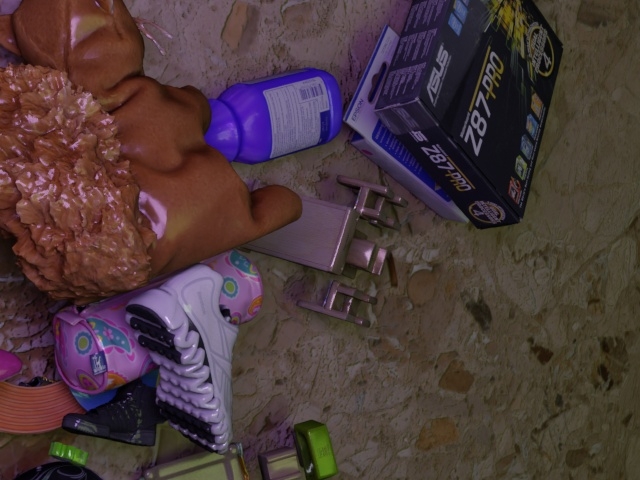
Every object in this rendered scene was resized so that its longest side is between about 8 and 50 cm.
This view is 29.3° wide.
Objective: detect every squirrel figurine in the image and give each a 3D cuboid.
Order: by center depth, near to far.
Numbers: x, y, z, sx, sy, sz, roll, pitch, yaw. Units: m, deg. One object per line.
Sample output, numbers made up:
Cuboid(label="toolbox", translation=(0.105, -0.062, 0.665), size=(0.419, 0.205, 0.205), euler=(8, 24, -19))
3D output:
Cuboid(label="squirrel figurine", translation=(-0.263, -0.128, 1.407), size=(0.397, 0.281, 0.370), euler=(-29, 101, -62))

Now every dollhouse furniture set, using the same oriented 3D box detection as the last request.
Cuboid(label="dollhouse furniture set", translation=(-0.131, 0.401, 1.853), size=(0.302, 0.151, 0.197), euler=(-13, 87, -25))
Cuboid(label="dollhouse furniture set", translation=(0.000, 0.000, 1.873), size=(0.242, 0.161, 0.212), euler=(28, 79, -67))

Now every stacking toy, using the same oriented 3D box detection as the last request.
Cuboid(label="stacking toy", translation=(-0.401, 0.313, 1.474), size=(0.221, 0.052, 0.166), euler=(15, 66, -13))

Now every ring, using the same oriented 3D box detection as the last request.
Cuboid(label="ring", translation=(-0.363, 0.076, 1.551), size=(0.337, 0.032, 0.336), euler=(-1, 92, -45))

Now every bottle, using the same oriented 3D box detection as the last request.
Cuboid(label="bottle", translation=(-0.094, -0.168, 1.740), size=(0.283, 0.092, 0.118), euler=(-21, 113, -40))

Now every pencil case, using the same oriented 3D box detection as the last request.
Cuboid(label="pencil case", translation=(-0.207, 0.096, 1.561), size=(0.284, 0.124, 0.124), euler=(-23, 115, -41))

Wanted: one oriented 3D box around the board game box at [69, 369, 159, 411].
Cuboid(label="board game box", translation=(-0.272, 0.151, 1.601), size=(0.133, 0.033, 0.168), euler=(22, 71, -39))

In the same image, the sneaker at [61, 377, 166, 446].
Cuboid(label="sneaker", translation=(-0.252, 0.212, 1.560), size=(0.170, 0.051, 0.089), euler=(22, 71, -44))

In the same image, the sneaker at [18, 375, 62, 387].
Cuboid(label="sneaker", translation=(-0.358, 0.192, 1.602), size=(0.083, 0.031, 0.035), euler=(-16, 110, -42))

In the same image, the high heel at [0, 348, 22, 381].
Cuboid(label="high heel", translation=(-0.462, 0.103, 1.388), size=(0.244, 0.082, 0.117), euler=(5, 105, -5))

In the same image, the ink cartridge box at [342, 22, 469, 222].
Cuboid(label="ink cartridge box", translation=(0.160, -0.185, 2.008), size=(0.371, 0.069, 0.175), euler=(36, 73, -45))

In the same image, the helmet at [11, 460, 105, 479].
Cuboid(label="helmet", translation=(-0.353, 0.377, 1.570), size=(0.161, 0.170, 0.169), euler=(-41, 127, -52))

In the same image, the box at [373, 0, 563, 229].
Cuboid(label="box", translation=(0.253, -0.266, 1.982), size=(0.318, 0.097, 0.394), euler=(44, 52, -34))

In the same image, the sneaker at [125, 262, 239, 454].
Cuboid(label="sneaker", translation=(-0.142, 0.150, 1.491), size=(0.118, 0.110, 0.292), euler=(-46, 145, -33))
